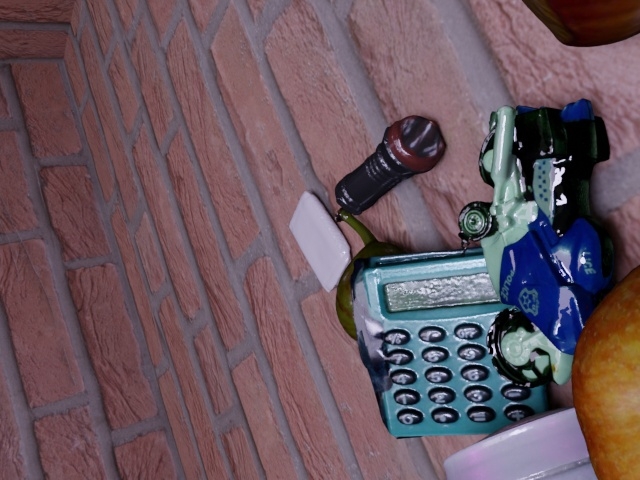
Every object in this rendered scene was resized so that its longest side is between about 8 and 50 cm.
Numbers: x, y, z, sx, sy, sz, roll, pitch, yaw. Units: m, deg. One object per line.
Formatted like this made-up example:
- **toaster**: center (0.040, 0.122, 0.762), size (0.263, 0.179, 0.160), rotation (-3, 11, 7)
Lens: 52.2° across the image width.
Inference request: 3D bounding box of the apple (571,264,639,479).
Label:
- **apple**: center (0.348, 0.111, 0.504), size (0.278, 0.250, 0.309), rotation (32, 86, 27)

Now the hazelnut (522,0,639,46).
- **hazelnut**: center (0.276, -0.305, 0.602), size (0.229, 0.230, 0.229), rotation (23, 119, 52)

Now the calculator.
- **calculator**: center (0.176, 0.147, 0.899), size (0.249, 0.058, 0.273), rotation (-8, 93, 22)

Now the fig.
- **fig**: center (0.093, 0.050, 1.076), size (0.259, 0.152, 0.151), rotation (-99, 22, -49)

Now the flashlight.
- **flashlight**: center (0.100, -0.112, 1.036), size (0.232, 0.093, 0.092), rotation (-37, 68, 61)

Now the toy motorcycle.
- **toy motorcycle**: center (0.265, 0.007, 0.738), size (0.196, 0.125, 0.330), rotation (-3, 90, 48)

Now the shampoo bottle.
- **shampoo bottle**: center (0.281, 0.320, 0.706), size (0.273, 0.273, 0.266), rotation (-54, 45, 49)

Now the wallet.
- **wallet**: center (0.000, 0.000, 1.267), size (0.182, 0.032, 0.124), rotation (57, 142, 27)
